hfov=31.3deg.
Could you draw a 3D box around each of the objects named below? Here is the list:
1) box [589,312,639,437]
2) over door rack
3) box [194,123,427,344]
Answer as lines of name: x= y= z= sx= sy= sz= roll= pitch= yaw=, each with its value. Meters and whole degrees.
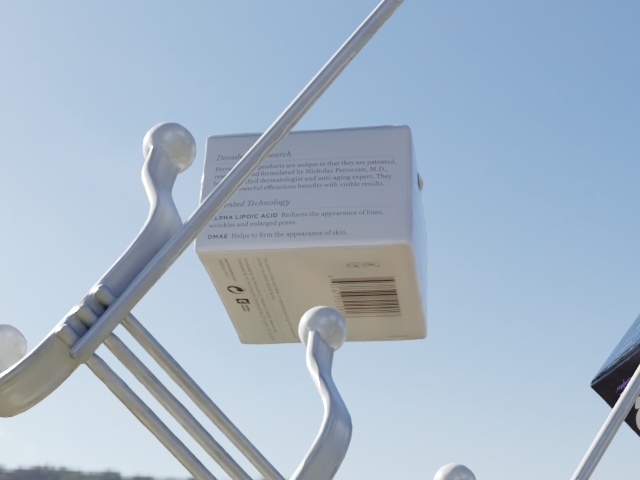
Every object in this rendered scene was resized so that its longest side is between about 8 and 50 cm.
box: x=0.337 y=0.062 z=0.843 sx=0.247 sy=0.142 sz=0.163 roll=-35 pitch=-11 yaw=-49
over door rack: x=0.051 y=0.015 z=0.477 sx=0.239 sy=0.324 sz=0.108 roll=51 pitch=-15 yaw=-24
box: x=0.000 y=0.000 z=1.004 sx=0.181 sy=0.119 sz=0.181 roll=-2 pitch=-31 yaw=9
